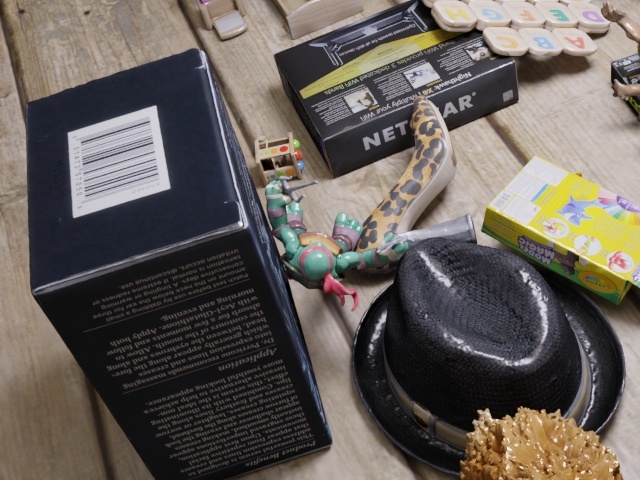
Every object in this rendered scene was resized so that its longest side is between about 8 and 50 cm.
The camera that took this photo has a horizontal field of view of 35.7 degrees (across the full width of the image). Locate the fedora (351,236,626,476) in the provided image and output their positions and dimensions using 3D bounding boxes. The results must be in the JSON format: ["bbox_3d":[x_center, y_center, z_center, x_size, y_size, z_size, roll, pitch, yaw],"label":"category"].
[{"bbox_3d":[0.180,0.100,1.135,0.334,0.152,0.334,-8,47,9],"label":"fedora"}]

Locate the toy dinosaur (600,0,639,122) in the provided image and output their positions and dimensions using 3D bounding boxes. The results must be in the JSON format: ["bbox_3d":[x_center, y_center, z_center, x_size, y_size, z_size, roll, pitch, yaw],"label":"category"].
[{"bbox_3d":[0.502,-0.247,1.323,0.200,0.127,0.295,-20,52,-12],"label":"toy dinosaur"}]

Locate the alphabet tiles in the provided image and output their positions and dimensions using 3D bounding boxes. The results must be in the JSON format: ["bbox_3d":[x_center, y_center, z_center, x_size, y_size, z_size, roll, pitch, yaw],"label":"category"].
[{"bbox_3d":[0.300,-0.366,1.544,0.284,0.021,0.278,-3,41,-16],"label":"alphabet tiles"}]

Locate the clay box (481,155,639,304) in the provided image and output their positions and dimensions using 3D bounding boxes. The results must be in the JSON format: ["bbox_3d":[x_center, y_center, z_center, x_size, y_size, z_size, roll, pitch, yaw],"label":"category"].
[{"bbox_3d":[0.328,-0.010,1.229,0.222,0.053,0.127,31,53,23],"label":"clay box"}]

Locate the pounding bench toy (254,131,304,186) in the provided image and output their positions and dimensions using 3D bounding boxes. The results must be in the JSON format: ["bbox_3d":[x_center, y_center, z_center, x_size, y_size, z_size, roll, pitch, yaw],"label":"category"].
[{"bbox_3d":[-0.061,-0.132,1.490,0.065,0.052,0.083,-13,46,5],"label":"pounding bench toy"}]

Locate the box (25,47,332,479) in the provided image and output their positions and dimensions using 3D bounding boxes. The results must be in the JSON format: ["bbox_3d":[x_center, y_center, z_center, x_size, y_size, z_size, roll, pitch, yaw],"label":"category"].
[{"bbox_3d":[-0.152,0.046,1.116,0.212,0.395,0.293,-17,47,-1],"label":"box"}]

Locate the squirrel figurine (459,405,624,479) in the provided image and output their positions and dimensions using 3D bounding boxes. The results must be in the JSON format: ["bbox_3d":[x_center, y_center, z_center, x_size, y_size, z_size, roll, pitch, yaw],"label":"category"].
[{"bbox_3d":[0.263,0.291,0.782,0.397,0.370,0.281,18,56,30],"label":"squirrel figurine"}]

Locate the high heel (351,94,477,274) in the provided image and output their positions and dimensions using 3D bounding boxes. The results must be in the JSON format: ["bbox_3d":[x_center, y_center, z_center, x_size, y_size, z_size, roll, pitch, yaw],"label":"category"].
[{"bbox_3d":[0.095,-0.081,1.350,0.186,0.093,0.261,-16,57,10],"label":"high heel"}]

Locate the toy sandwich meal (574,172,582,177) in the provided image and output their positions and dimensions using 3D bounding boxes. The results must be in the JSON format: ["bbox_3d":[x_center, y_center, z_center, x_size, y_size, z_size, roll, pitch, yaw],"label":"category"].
[{"bbox_3d":[0.324,-0.062,1.324,0.086,0.029,0.085,-9,47,9],"label":"toy sandwich meal"}]

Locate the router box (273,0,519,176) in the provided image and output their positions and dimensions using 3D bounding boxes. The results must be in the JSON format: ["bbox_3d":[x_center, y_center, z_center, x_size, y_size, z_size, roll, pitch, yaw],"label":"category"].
[{"bbox_3d":[0.111,-0.252,1.528,0.309,0.081,0.243,-22,46,-4],"label":"router box"}]

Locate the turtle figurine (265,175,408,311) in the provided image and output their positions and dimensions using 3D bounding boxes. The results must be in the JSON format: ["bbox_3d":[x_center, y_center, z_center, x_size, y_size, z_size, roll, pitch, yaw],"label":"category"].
[{"bbox_3d":[0.000,0.000,1.171,0.175,0.234,0.118,31,94,-6],"label":"turtle figurine"}]

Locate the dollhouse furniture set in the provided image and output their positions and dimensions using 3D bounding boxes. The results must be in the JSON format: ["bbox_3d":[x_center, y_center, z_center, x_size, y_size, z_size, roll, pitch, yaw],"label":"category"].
[{"bbox_3d":[-0.096,-0.516,1.681,0.286,0.303,0.198,-24,45,-5],"label":"dollhouse furniture set"}]

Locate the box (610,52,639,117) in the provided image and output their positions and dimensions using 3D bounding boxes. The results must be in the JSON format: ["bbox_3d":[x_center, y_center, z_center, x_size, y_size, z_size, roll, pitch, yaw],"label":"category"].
[{"bbox_3d":[0.533,-0.215,1.393,0.191,0.045,0.184,-19,48,-1],"label":"box"}]
